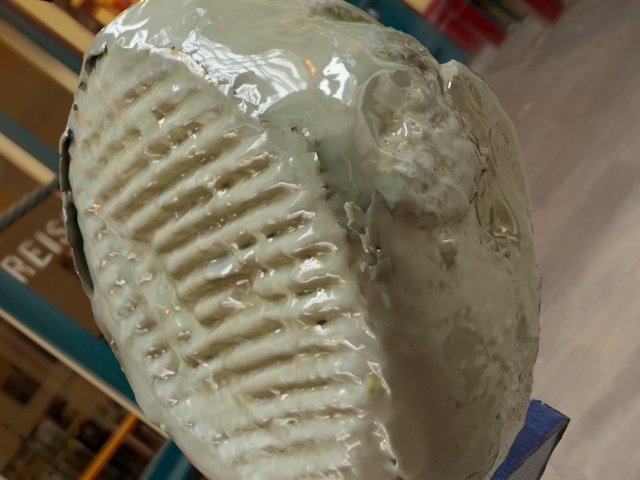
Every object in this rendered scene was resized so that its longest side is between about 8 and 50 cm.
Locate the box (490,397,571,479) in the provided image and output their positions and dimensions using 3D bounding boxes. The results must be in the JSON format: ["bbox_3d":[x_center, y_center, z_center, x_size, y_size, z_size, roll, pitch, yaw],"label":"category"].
[{"bbox_3d":[0.135,0.316,1.346,0.261,0.116,0.279,-17,-46,-60],"label":"box"}]

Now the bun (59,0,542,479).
[{"bbox_3d":[0.000,0.000,0.772,0.211,0.360,0.360,-21,-17,-35],"label":"bun"}]

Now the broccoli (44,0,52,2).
[{"bbox_3d":[-0.048,-0.198,0.231,0.281,0.293,0.348,-39,-20,0],"label":"broccoli"}]
